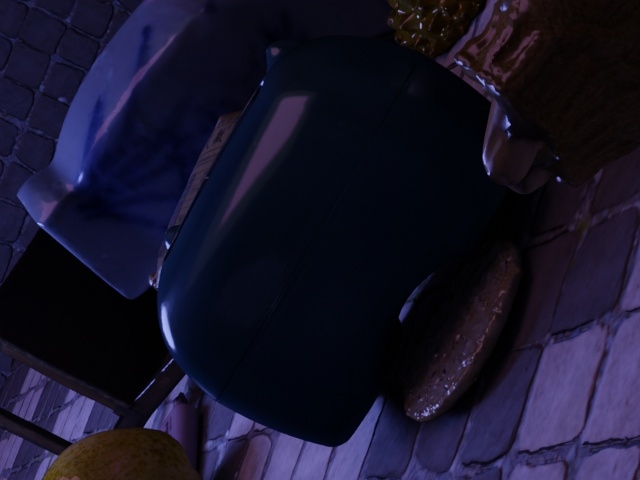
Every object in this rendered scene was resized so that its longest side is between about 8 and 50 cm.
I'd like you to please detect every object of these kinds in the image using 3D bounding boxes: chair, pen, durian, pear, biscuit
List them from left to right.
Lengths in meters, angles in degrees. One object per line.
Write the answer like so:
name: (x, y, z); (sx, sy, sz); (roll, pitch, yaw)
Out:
chair: (-0.258, 0.088, 1.912); (0.416, 0.241, 0.203); (-53, 8, 39)
pear: (-0.190, 0.262, 1.617); (0.178, 0.178, 0.178); (-57, 17, 28)
pen: (-0.149, 0.220, 1.782); (0.053, 0.032, 0.197); (-58, 18, 24)
durian: (0.111, -0.251, 1.543); (0.224, 0.078, 0.140); (-40, 29, 60)
biscuit: (0.101, 0.064, 1.198); (0.152, 0.020, 0.152); (-59, 12, 21)

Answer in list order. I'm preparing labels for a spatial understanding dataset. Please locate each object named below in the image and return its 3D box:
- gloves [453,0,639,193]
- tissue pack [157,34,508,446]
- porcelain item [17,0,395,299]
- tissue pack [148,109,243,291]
gloves: (0.184, -0.186, 0.963); (0.356, 0.203, 0.155); (-60, 7, -6)
tissue pack: (-0.001, -0.009, 1.258); (0.287, 0.206, 0.198); (-60, 2, 23)
porcelain item: (-0.116, -0.140, 1.739); (0.405, 0.242, 0.178); (-47, 20, 5)
tissue pack: (-0.037, -0.031, 1.524); (0.257, 0.123, 0.215); (-5, 55, 53)
